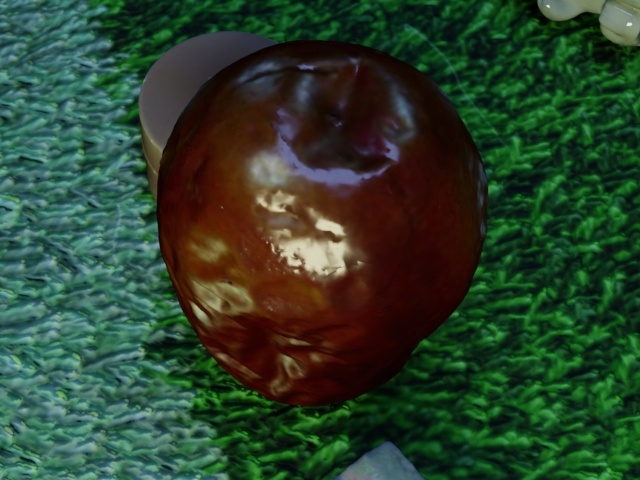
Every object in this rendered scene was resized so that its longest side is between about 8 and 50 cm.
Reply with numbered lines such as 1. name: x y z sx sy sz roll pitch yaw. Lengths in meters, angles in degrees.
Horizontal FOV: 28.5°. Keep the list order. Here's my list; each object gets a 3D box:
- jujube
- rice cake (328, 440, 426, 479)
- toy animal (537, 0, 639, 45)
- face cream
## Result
1. jujube: 0.000 0.000 0.889 0.223 0.318 0.223 2 59 -3
2. rice cake: 0.104 0.265 0.891 0.081 0.051 0.290 -27 62 -28
3. toy animal: 0.265 -0.285 1.187 0.178 0.127 0.193 -36 66 -24
4. face cream: -0.076 -0.087 1.063 0.149 0.104 0.149 1 59 -2
